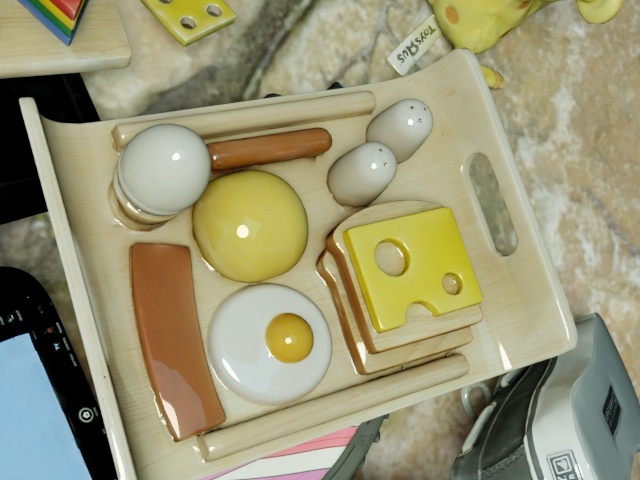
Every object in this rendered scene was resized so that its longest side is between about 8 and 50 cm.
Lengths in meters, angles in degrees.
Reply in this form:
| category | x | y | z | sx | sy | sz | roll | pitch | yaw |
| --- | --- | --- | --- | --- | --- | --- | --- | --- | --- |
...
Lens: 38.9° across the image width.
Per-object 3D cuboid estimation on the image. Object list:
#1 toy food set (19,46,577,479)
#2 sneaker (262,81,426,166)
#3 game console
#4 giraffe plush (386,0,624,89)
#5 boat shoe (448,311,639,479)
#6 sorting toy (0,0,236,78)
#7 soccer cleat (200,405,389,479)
| category | x | y | z | sx | sy | sz | roll | pitch | yaw |
| --- | --- | --- | --- | --- | --- | --- | --- | --- | --- |
| toy food set | 0.000 | 0.000 | 0.535 | 0.306 | 0.092 | 0.219 | -13 | 78 | -28 |
| sneaker | 0.028 | -0.082 | 0.660 | 0.162 | 0.063 | 0.073 | -2 | 83 | -26 |
| game console | -0.189 | 0.036 | 0.506 | 0.213 | 0.044 | 0.361 | -20 | 78 | -29 |
| giraffe plush | 0.149 | -0.224 | 0.670 | 0.181 | 0.170 | 0.210 | 31 | 73 | -20 |
| boat shoe | 0.162 | 0.133 | 0.638 | 0.113 | 0.105 | 0.306 | 67 | 23 | -2 |
| sorting toy | -0.184 | -0.165 | 0.547 | 0.275 | 0.046 | 0.132 | -10 | 66 | -27 |
| soccer cleat | -0.081 | 0.159 | 0.562 | 0.318 | 0.109 | 0.116 | -43 | 99 | -20 |
